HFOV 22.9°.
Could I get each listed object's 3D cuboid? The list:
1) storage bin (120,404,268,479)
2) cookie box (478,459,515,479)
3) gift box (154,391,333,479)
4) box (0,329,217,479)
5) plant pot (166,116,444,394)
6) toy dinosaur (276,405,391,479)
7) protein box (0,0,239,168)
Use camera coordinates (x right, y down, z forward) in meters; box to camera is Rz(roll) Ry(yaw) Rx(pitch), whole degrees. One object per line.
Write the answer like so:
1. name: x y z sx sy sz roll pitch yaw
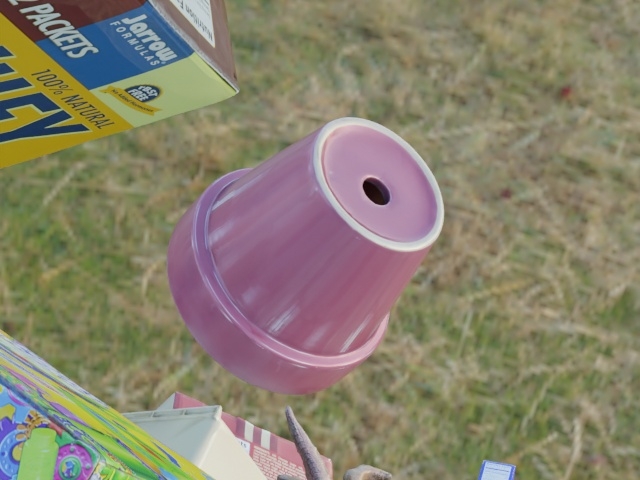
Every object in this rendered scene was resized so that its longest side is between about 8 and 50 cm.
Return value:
1. storage bin: -0.202 0.287 1.376 0.260 0.123 0.262 -9 39 33
2. cookie box: 0.187 0.316 1.777 0.040 0.092 0.107 11 36 11
3. gift box: -0.156 0.362 1.749 0.255 0.258 0.276 30 41 -20
4. box: -0.204 0.130 0.803 0.290 0.279 0.177 31 84 24
5. plant pot: 0.000 0.000 1.315 0.201 0.180 0.201 22 46 -25
6. toy dinosaur: -0.018 0.317 1.483 0.127 0.295 0.200 12 20 15
7. protein box: -0.158 -0.141 0.611 0.200 0.136 0.201 -15 69 13
